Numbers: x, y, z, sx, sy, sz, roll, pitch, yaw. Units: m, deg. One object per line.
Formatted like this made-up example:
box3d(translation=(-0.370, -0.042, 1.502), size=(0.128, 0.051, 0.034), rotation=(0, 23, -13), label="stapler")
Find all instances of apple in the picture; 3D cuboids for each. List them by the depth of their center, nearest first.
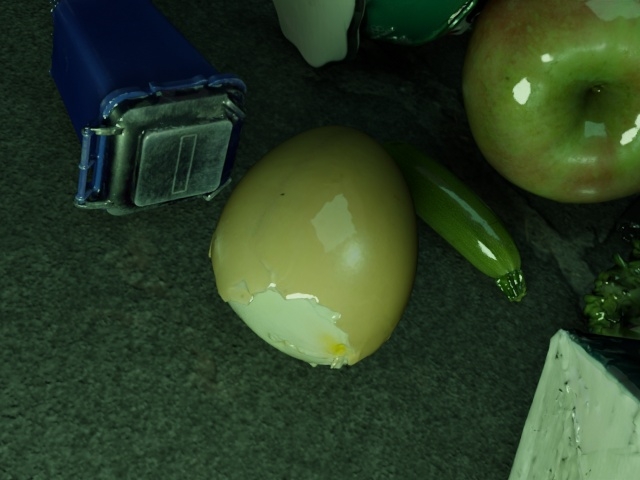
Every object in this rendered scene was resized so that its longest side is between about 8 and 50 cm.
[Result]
box3d(translation=(0.330, -0.209, 1.204), size=(0.319, 0.319, 0.277), rotation=(17, 29, -8), label="apple")

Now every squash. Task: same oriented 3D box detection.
box3d(translation=(0.158, -0.034, 1.143), size=(0.252, 0.066, 0.066), rotation=(44, 49, 16), label="squash")

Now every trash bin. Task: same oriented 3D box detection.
box3d(translation=(-0.207, -0.154, 1.043), size=(0.184, 0.163, 0.234), rotation=(-14, 52, -31), label="trash bin")

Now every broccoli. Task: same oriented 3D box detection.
box3d(translation=(0.389, 0.081, 1.017), size=(0.262, 0.243, 0.247), rotation=(-7, 60, -18), label="broccoli")

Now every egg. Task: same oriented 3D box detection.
box3d(translation=(0.000, 0.000, 0.953), size=(0.201, 0.201, 0.245), rotation=(19, 69, -6), label="egg")

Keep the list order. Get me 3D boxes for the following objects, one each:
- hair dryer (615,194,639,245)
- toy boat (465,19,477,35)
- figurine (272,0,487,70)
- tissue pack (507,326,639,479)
box3d(translation=(0.480, -0.063, 1.305), size=(0.251, 0.089, 0.197), rotation=(-35, 72, -30), label="hair dryer")
box3d(translation=(0.225, -0.366, 1.467), size=(0.104, 0.052, 0.210), rotation=(1, 51, -24), label="toy boat")
box3d(translation=(0.118, -0.372, 1.296), size=(0.340, 0.323, 0.232), rotation=(-27, 104, -30), label="figurine")
box3d(translation=(0.384, 0.244, 0.820), size=(0.416, 0.264, 0.253), rotation=(7, 15, -15), label="tissue pack")
